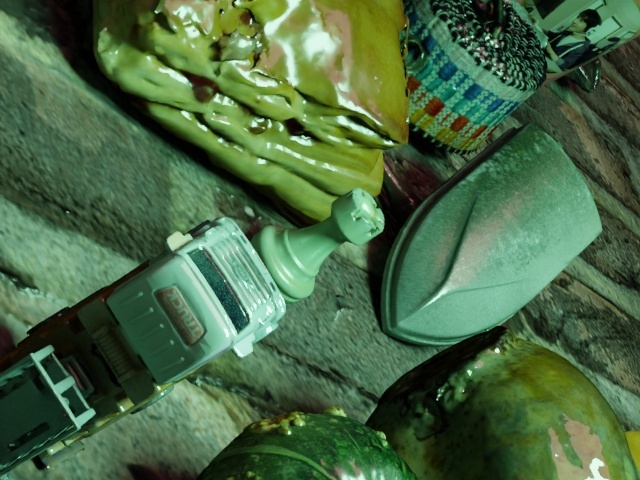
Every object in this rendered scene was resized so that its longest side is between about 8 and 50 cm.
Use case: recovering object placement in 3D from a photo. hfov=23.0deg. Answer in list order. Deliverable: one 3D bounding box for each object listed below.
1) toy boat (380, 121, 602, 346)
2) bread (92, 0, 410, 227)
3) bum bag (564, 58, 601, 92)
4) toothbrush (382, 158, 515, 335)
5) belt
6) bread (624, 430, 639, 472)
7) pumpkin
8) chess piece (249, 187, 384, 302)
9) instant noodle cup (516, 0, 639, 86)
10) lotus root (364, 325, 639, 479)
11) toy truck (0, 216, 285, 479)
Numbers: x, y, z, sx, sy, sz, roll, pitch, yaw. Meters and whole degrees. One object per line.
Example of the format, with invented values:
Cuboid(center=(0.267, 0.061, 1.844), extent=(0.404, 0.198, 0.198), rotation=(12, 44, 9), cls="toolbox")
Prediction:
Cuboid(center=(0.154, 0.005, 1.503), extent=(0.319, 0.092, 0.141), rotation=(-38, 97, -42), cls="toy boat")
Cuboid(center=(-0.043, -0.184, 1.325), extent=(0.324, 0.167, 0.277), rotation=(38, 31, -39), cls="bread")
Cuboid(center=(0.312, -0.341, 2.275), extent=(0.340, 0.095, 0.144), rotation=(54, 17, -24), cls="bum bag")
Cuboid(center=(0.117, 0.011, 1.555), extent=(0.364, 0.041, 0.041), rotation=(56, 24, -6), cls="toothbrush")
Cuboid(center=(0.143, -0.219, 1.746), extent=(0.207, 0.150, 0.257), rotation=(38, 29, -19), cls="belt")
Cuboid(center=(0.332, 0.303, 1.580), extent=(0.092, 0.074, 0.239), rotation=(24, 37, -27), cls="bread")
Cuboid(center=(-0.005, 0.198, 0.976), extent=(0.190, 0.146, 0.190), rotation=(44, 26, -28), cls="pumpkin")
Cuboid(center=(0.000, 0.000, 1.268), extent=(0.067, 0.103, 0.067), rotation=(44, 28, -30), cls="chess piece")
Cuboid(center=(0.322, -0.323, 2.070), extent=(0.244, 0.255, 0.244), rotation=(44, 27, -29), cls="instant noodle cup")
Cuboid(center=(0.156, 0.239, 1.125), extent=(0.346, 0.250, 0.250), rotation=(65, 25, 4), cls="lotus root")
Cuboid(center=(-0.116, 0.064, 0.887), extent=(0.080, 0.177, 0.115), rotation=(57, 26, -1), cls="toy truck")
